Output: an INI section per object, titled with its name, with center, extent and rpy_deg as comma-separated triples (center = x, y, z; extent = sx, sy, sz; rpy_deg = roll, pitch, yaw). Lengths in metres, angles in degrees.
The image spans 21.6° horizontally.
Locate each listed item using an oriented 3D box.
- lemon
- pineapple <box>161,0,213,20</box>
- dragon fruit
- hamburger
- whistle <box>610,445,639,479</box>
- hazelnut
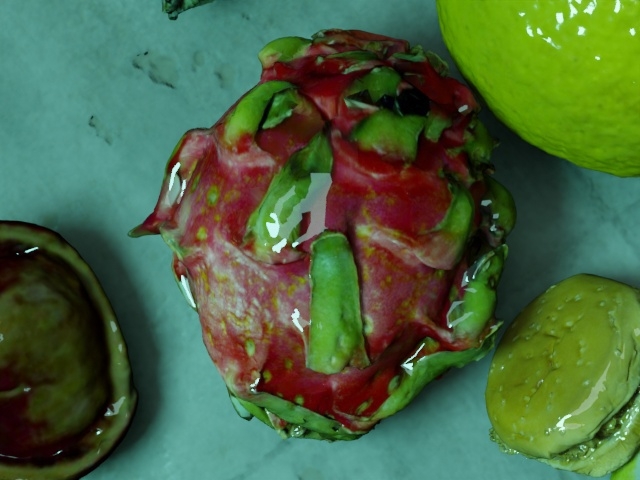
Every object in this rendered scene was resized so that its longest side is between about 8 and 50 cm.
[lemon]
center = 0.210, -0.174, 1.179
extent = 0.267, 0.267, 0.267
rpy_deg = -2, 80, 10
[pineapple]
center = -0.143, -0.305, 1.297
extent = 0.262, 0.262, 0.272
rpy_deg = -29, 88, 4
[dragon fruit]
center = 0.011, 0.000, 1.200
extent = 0.231, 0.237, 0.303
rpy_deg = 11, 98, 55
[hamburger]
center = 0.184, 0.096, 1.198
extent = 0.083, 0.138, 0.147
rpy_deg = 37, 81, -24
[whistle]
center = 0.293, 0.160, 1.179
extent = 0.223, 0.123, 0.123
rpy_deg = -34, 76, -4
[hazelnut]
center = -0.226, 0.091, 1.257
extent = 0.170, 0.160, 0.202
rpy_deg = -37, 71, 1
